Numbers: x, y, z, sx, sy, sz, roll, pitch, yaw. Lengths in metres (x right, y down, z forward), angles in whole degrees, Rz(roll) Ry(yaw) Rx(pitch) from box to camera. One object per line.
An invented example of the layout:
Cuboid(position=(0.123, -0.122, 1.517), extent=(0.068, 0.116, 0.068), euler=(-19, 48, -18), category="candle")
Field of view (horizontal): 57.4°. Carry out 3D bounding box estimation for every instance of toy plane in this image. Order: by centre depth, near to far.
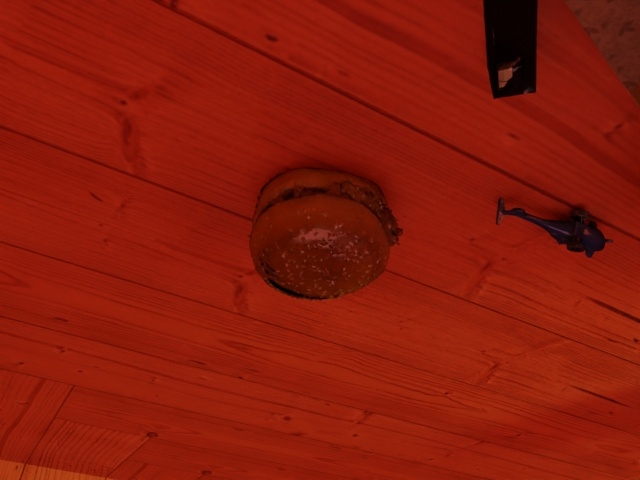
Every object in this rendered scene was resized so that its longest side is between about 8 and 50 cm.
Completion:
Cuboid(position=(0.302, -0.015, 0.755), extent=(0.167, 0.054, 0.062), euler=(18, 166, -20), category="toy plane")

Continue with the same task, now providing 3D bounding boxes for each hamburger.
Cuboid(position=(0.007, -0.003, 0.732), extent=(0.191, 0.117, 0.181), euler=(-5, 146, 3), category="hamburger")

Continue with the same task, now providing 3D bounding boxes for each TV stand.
Cuboid(position=(0.151, -0.230, 0.472), extent=(0.040, 0.048, 0.256), euler=(-7, 142, 15), category="TV stand")

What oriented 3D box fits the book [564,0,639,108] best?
Cuboid(position=(0.373, -0.204, 0.469), extent=(0.389, 0.032, 0.269), euler=(26, 138, -38), category="book")
